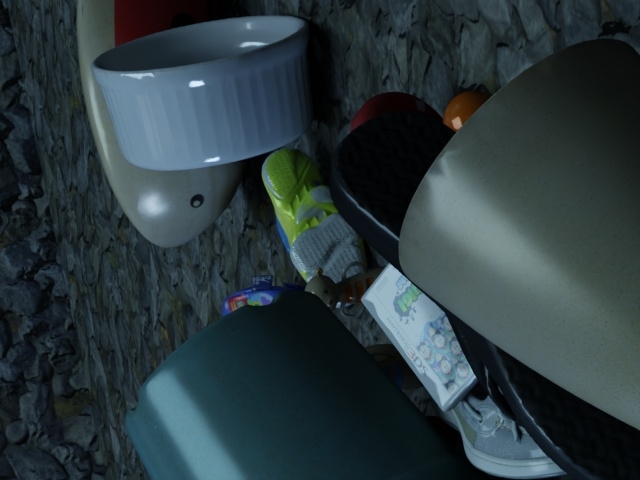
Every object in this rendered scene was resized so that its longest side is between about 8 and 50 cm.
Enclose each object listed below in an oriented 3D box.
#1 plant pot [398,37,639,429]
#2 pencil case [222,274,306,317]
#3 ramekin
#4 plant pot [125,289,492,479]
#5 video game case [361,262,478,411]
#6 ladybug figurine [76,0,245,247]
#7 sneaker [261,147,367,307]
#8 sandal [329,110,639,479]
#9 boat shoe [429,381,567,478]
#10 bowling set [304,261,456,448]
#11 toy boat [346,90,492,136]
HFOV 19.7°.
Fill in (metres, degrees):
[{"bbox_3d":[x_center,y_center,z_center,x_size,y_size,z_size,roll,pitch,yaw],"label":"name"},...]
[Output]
[{"bbox_3d":[0.242,0.030,1.411,0.274,0.256,0.256,48,146,28],"label":"plant pot"},{"bbox_3d":[-0.045,0.200,2.439,0.119,0.133,0.306,7,-110,-63],"label":"pencil case"},{"bbox_3d":[-0.139,-0.186,2.320,0.277,0.277,0.135,-148,44,-65],"label":"ramekin"},{"bbox_3d":[-0.011,0.254,1.906,0.334,0.341,0.341,54,151,22],"label":"plant pot"},{"bbox_3d":[0.119,0.060,1.736,0.143,0.019,0.157,54,130,21],"label":"video game case"},{"bbox_3d":[-0.211,-0.219,2.565,0.305,0.162,0.449,7,-110,-70],"label":"ladybug figurine"},{"bbox_3d":[0.000,0.000,2.307,0.126,0.091,0.240,78,172,-59],"label":"sneaker"},{"bbox_3d":[0.176,0.060,1.615,0.446,0.167,0.107,51,157,30],"label":"sandal"},{"bbox_3d":[0.183,0.145,1.779,0.320,0.118,0.103,-136,37,-70],"label":"boat shoe"},{"bbox_3d":[0.052,0.182,2.097,0.200,0.154,0.287,-136,41,-60],"label":"bowling set"},{"bbox_3d":[0.127,-0.084,1.847,0.151,0.151,0.231,-56,37,18],"label":"toy boat"}]
